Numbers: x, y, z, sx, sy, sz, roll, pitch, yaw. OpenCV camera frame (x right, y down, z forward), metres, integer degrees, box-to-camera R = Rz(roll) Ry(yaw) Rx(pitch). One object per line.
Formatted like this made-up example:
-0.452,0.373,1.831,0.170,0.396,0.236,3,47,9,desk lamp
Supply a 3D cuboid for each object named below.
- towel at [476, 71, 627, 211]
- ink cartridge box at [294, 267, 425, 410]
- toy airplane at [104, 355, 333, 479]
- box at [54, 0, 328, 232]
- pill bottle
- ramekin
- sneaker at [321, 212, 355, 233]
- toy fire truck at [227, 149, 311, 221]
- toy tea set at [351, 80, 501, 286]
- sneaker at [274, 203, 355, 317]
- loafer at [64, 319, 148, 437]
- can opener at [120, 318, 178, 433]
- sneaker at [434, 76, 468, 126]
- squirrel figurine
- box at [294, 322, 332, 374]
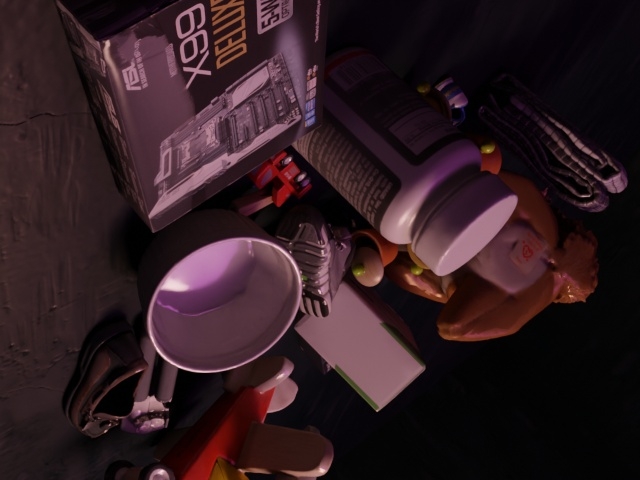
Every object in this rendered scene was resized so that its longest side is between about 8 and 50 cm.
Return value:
0.419,-0.168,1.499,0.121,0.284,0.235,-51,160,16,towel
0.064,0.154,1.448,0.117,0.201,0.278,-44,-175,5,ink cartridge box
-0.152,0.384,1.439,0.384,0.272,0.386,-32,-164,5,toy airplane
-0.107,-0.169,0.810,0.242,0.076,0.307,-36,158,-20,box
0.097,-0.099,1.031,0.161,0.283,0.161,-37,159,-17,pill bottle
-0.138,0.056,1.057,0.207,0.109,0.207,-15,127,-21,ramekin
-0.026,-0.001,1.329,0.235,0.084,0.097,-12,113,-53,sneaker
-0.081,-0.060,1.114,0.135,0.047,0.192,-42,159,0,toy fire truck
0.131,-0.057,1.222,0.124,0.200,0.336,-18,134,-47,toy tea set
0.000,0.000,1.223,0.132,0.086,0.228,-57,157,-36,sneaker
-0.308,0.226,1.192,0.096,0.084,0.267,-27,154,-39,loafer
-0.265,0.211,1.277,0.074,0.093,0.280,2,137,-18,can opener
0.200,-0.199,1.348,0.053,0.059,0.144,-35,159,-27,sneaker
0.281,0.020,1.494,0.397,0.281,0.370,2,180,-26,squirrel figurine
0.035,0.186,1.745,0.158,0.093,0.156,-38,159,-13,box
